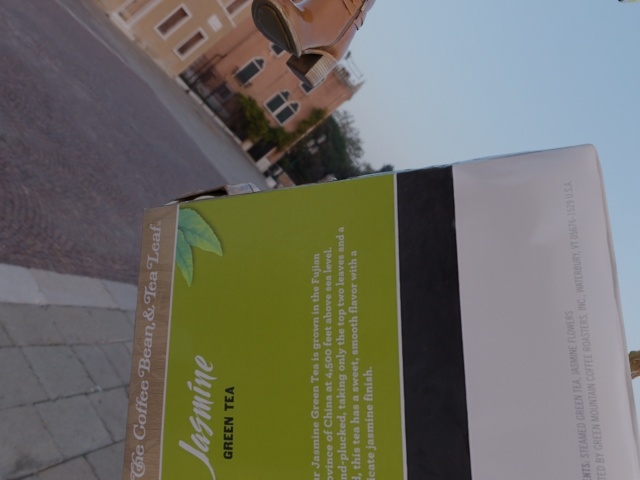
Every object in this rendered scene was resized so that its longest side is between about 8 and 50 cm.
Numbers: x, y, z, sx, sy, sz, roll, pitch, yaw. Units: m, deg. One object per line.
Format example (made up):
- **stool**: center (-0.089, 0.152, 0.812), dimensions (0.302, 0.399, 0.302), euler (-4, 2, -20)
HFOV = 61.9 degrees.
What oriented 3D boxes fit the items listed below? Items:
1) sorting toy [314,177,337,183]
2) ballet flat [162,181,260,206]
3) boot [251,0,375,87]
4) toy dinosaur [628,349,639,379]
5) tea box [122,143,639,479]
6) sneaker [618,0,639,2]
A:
- **sorting toy**: center (0.000, 0.000, 1.213), dimensions (0.127, 0.365, 0.126), euler (13, 37, 3)
- **ballet flat**: center (-0.261, -0.057, 1.096), dimensions (0.106, 0.316, 0.107), euler (-12, 86, -55)
- **boot**: center (-0.001, -0.297, 0.670), dimensions (0.073, 0.152, 0.197), euler (39, 3, 14)
- **toy dinosaur**: center (0.336, 0.072, 0.444), dimensions (0.092, 0.183, 0.053), euler (49, -6, 3)
- **tea box**: center (0.069, 0.095, 0.471), dimensions (0.329, 0.324, 0.219), euler (28, 59, -63)
- **sneaker**: center (0.287, -0.252, 0.382), dimensions (0.208, 0.094, 0.081), euler (88, 4, -72)
